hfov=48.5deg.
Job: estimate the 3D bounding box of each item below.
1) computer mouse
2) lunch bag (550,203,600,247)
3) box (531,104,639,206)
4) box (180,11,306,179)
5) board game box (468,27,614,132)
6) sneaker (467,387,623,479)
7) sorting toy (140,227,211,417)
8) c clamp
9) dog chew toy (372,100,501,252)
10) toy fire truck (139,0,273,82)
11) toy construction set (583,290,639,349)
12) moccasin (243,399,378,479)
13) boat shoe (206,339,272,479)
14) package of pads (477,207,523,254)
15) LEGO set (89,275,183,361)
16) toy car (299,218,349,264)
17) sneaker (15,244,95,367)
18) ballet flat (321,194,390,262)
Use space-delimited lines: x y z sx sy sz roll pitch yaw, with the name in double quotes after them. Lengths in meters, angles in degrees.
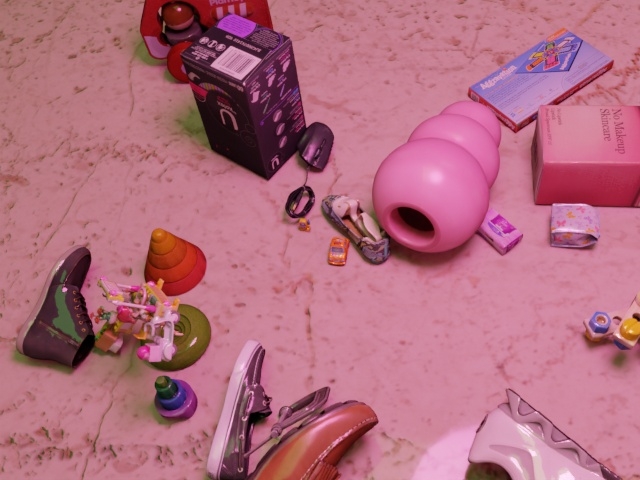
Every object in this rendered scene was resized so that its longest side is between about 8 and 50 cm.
-0.018 -0.145 1.408 0.071 0.041 0.242 31 55 -26 "computer mouse"
0.458 -0.026 1.277 0.083 0.053 0.071 0 53 19 "lunch bag"
0.516 -0.157 1.312 0.232 0.127 0.149 1 56 9 "box"
-0.141 -0.277 1.391 0.165 0.270 0.143 29 64 24 "box"
0.467 -0.345 1.508 0.281 0.027 0.145 -33 60 -15 "board game box"
0.355 0.370 0.997 0.330 0.122 0.146 38 86 26 "sneaker"
-0.265 0.119 1.228 0.127 0.126 0.366 -10 55 1 "sorting toy"
-0.045 0.269 1.097 0.137 0.160 0.022 -33 87 10 "c clamp"
0.231 -0.135 1.300 0.206 0.207 0.332 20 53 20 "dog chew toy"
-0.254 -0.505 1.572 0.302 0.254 0.170 -8 55 2 "toy fire truck"
0.605 0.098 1.126 0.327 0.151 0.215 -42 60 -8 "toy construction set"
-0.050 0.385 1.013 0.147 0.139 0.380 40 66 22 "moccasin"
-0.115 0.272 1.135 0.076 0.080 0.229 11 59 8 "boat shoe"
0.324 -0.018 1.301 0.050 0.032 0.083 -35 59 -14 "package of pads"
-0.325 0.118 1.145 0.287 0.107 0.132 -5 73 53 "LEGO set"
0.000 0.000 1.325 0.122 0.041 0.060 21 61 20 "toy car"
-0.441 0.120 1.286 0.118 0.083 0.222 16 68 11 "sneaker"
0.070 -0.040 1.329 0.070 0.070 0.188 -35 59 -16 "ballet flat"
